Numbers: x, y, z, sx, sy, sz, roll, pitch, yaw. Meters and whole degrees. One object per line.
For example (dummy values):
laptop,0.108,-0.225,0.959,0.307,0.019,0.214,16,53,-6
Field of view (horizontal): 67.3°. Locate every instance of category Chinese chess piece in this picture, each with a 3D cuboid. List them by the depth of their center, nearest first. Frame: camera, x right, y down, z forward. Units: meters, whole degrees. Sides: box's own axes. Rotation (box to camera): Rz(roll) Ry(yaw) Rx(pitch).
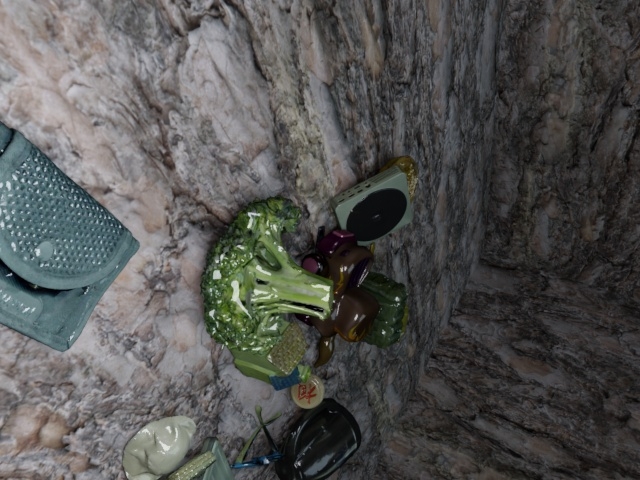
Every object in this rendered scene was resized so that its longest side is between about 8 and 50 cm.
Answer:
Chinese chess piece,-0.045,0.524,1.679,0.051,0.122,0.122,33,78,-77

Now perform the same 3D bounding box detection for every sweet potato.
sweet potato,0.033,0.365,1.788,0.069,0.059,0.250,25,81,-82

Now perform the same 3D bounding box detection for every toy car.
toy car,0.075,0.155,1.530,0.271,0.240,0.341,-10,121,-60

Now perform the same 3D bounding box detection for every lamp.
lamp,-0.309,0.721,1.313,0.269,0.047,0.267,-79,165,-51

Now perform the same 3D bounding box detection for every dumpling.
dumpling,-0.378,0.470,1.105,0.169,0.100,0.134,-40,122,12

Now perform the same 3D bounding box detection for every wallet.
wallet,-0.434,0.011,0.730,0.237,0.075,0.342,-62,150,-22

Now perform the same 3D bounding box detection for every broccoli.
broccoli,-0.120,0.081,1.130,0.249,0.301,0.376,-155,-101,-80

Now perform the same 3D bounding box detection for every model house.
model house,-0.113,0.306,1.336,0.195,0.189,0.214,-49,146,-33

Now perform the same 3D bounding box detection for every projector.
projector,0.175,-0.105,1.621,0.257,0.079,0.259,-28,141,-4

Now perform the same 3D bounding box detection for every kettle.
kettle,-0.026,0.732,1.747,0.324,0.228,0.321,-24,125,-48

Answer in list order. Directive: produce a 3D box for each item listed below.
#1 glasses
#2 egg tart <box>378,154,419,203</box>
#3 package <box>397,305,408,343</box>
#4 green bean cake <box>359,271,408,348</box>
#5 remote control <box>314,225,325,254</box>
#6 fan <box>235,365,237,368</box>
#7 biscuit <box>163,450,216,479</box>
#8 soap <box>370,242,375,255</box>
glasses,-0.180,0.640,1.535,0.239,0.102,0.207,25,85,-61
egg tart,0.267,-0.187,1.804,0.290,0.106,0.291,-32,132,-44
package,0.368,0.364,2.304,0.168,0.090,0.227,-89,-176,-56
green bean cake,0.195,0.253,1.805,0.132,0.240,0.255,-15,120,-52
remote control,0.000,0.000,1.542,0.039,0.014,0.096,-21,124,-54
fan,-0.180,0.190,1.352,0.223,0.012,0.295,-42,141,-45
biscuit,-0.371,0.589,1.128,0.249,0.046,0.147,-21,159,-43
soap,0.208,0.048,1.939,0.034,0.012,0.089,-31,133,-50
